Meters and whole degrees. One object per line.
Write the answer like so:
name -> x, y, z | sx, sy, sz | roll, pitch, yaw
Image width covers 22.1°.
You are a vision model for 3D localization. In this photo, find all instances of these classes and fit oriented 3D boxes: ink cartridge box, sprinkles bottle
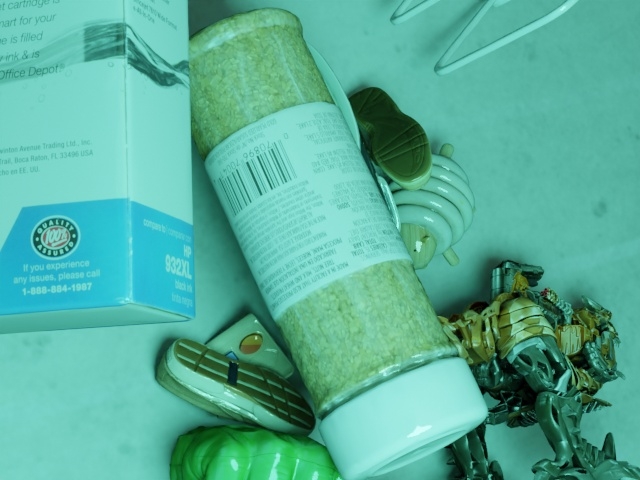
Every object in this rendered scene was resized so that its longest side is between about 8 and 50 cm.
ink cartridge box -> -0.214, -0.092, 1.163 | 0.129, 0.223, 0.307 | 23, 63, -70
sprinkles bottle -> 0.000, 0.000, 1.242 | 0.121, 0.121, 0.355 | -16, 73, -33

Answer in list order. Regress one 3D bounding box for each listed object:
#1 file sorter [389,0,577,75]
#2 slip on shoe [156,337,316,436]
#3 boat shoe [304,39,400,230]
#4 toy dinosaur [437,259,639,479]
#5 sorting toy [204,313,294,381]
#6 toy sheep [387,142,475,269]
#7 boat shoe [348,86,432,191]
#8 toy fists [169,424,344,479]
file sorter -> 0.109, -0.308, 1.415 | 0.278, 0.193, 0.173 | 49, 50, -15
slip on shoe -> -0.069, 0.126, 1.318 | 0.135, 0.041, 0.051 | 26, 36, -16
boat shoe -> 0.005, -0.024, 1.376 | 0.091, 0.114, 0.302 | -17, 95, -73
toy dinosaur -> 0.161, 0.123, 1.418 | 0.322, 0.164, 0.218 | -4, 76, -30
sorting toy -> -0.050, 0.092, 1.340 | 0.083, 0.012, 0.062 | -35, 101, 7
toy sheep -> 0.096, -0.031, 1.440 | 0.091, 0.091, 0.132 | 33, 52, -23
boat shoe -> 0.065, -0.082, 1.410 | 0.050, 0.135, 0.045 | -25, 132, -1
toy fists -> 0.014, 0.224, 1.306 | 0.279, 0.142, 0.096 | 29, 67, -24
